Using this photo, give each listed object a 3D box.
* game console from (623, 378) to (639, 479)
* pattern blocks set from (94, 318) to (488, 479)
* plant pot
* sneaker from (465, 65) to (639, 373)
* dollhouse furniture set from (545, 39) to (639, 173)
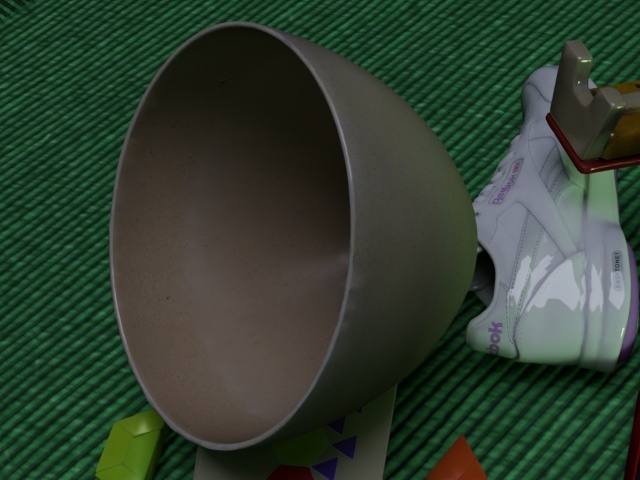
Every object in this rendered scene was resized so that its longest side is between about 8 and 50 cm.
[{"bbox_3d":[0.384,0.211,0.699,0.387,0.060,0.342,8,57,19],"label":"game console"},{"bbox_3d":[-0.023,0.175,0.810,0.285,0.026,0.325,10,52,16],"label":"pattern blocks set"},{"bbox_3d":[0.000,0.000,0.797,0.191,0.284,0.284,3,37,-40],"label":"plant pot"},{"bbox_3d":[0.169,-0.034,0.903,0.152,0.114,0.305,-1,50,6],"label":"sneaker"},{"bbox_3d":[0.375,-0.056,0.832,0.374,0.152,0.201,-11,48,-13],"label":"dollhouse furniture set"}]
